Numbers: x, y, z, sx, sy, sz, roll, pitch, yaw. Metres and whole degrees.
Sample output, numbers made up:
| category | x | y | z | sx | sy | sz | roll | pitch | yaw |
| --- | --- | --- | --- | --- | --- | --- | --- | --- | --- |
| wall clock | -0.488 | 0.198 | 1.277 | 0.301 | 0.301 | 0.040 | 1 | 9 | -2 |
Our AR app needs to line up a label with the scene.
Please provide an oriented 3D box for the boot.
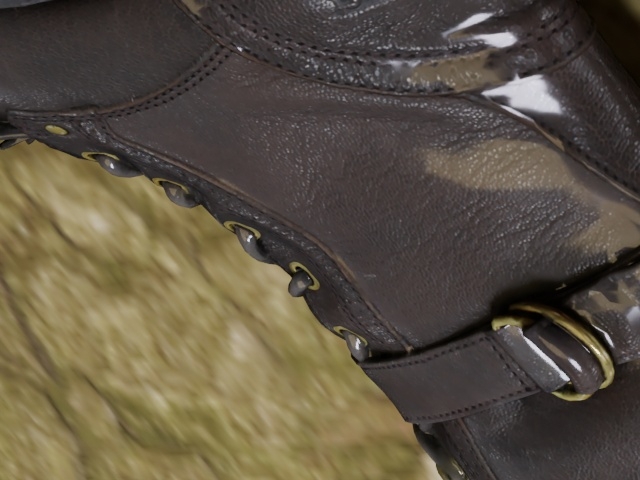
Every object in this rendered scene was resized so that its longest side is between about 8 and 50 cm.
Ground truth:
| category | x | y | z | sx | sy | sz | roll | pitch | yaw |
| --- | --- | --- | --- | --- | --- | --- | --- | --- | --- |
| boot | 0.000 | 0.000 | 0.483 | 0.263 | 0.091 | 0.229 | -14 | 120 | 47 |
